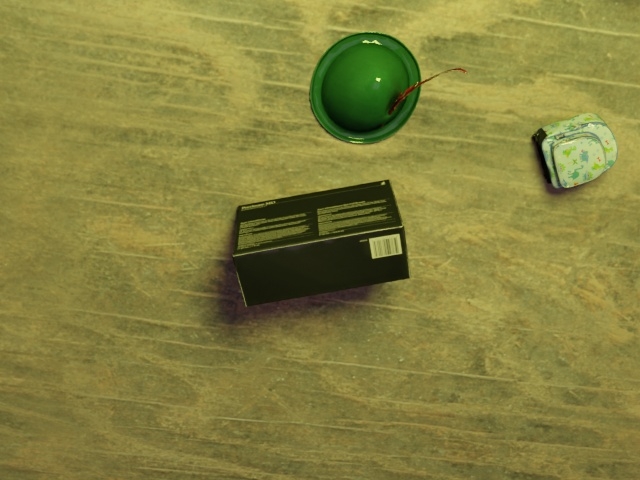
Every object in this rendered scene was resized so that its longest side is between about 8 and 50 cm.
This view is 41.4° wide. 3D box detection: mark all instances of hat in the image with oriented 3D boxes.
[{"bbox_3d":[0.079,-0.211,1.250,0.173,0.183,0.208,20,114,-12],"label":"hat"}]

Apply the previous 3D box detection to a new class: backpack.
[{"bbox_3d":[0.414,-0.142,1.355,0.114,0.084,0.105,-21,118,5],"label":"backpack"}]

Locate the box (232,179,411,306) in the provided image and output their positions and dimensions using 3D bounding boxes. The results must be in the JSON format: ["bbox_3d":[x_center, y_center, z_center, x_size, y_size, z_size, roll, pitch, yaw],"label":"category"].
[{"bbox_3d":[0.000,0.000,1.355,0.262,0.184,0.103,-10,119,3],"label":"box"}]
